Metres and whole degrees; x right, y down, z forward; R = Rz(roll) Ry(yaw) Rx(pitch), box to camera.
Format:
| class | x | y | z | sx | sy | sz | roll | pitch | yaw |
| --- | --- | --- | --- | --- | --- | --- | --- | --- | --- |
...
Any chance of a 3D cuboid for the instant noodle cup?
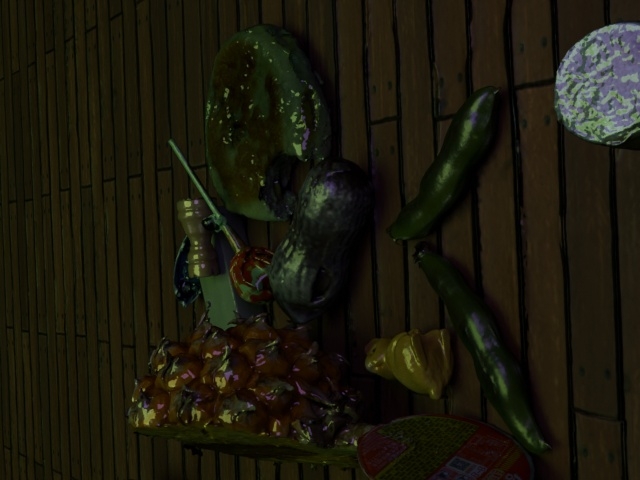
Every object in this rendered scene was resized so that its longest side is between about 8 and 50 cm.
| class | x | y | z | sx | sy | sz | roll | pitch | yaw |
| --- | --- | --- | --- | --- | --- | --- | --- | --- | --- |
| instant noodle cup | 0.128 | 0.329 | 0.999 | 0.193 | 0.193 | 0.212 | 28 | 122 | 49 |

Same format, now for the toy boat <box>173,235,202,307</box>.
| class | x | y | z | sx | sy | sz | roll | pitch | yaw |
| --- | --- | --- | --- | --- | --- | --- | --- | --- | --- |
| toy boat | -0.218 | 0.048 | 1.533 | 0.061 | 0.060 | 0.137 | -118 | 43 | -62 |

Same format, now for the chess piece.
| class | x | y | z | sx | sy | sz | roll | pitch | yaw |
| --- | --- | --- | --- | --- | --- | --- | --- | --- | --- |
| chess piece | -0.186 | -0.004 | 1.393 | 0.066 | 0.066 | 0.122 | -9 | 86 | 53 |

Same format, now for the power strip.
| class | x | y | z | sx | sy | sz | roll | pitch | yaw |
| --- | --- | --- | --- | --- | --- | --- | --- | --- | --- |
| power strip | -0.128 | 0.131 | 1.416 | 0.091 | 0.062 | 0.385 | -37 | 62 | 48 |

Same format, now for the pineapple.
| class | x | y | z | sx | sy | sz | roll | pitch | yaw |
| --- | --- | --- | --- | --- | --- | --- | --- | --- | --- |
| pineapple | -0.029 | 0.174 | 1.160 | 0.286 | 0.344 | 0.209 | -12 | 63 | 37 |

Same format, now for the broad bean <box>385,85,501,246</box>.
| class | x | y | z | sx | sy | sz | roll | pitch | yaw |
| --- | --- | --- | --- | --- | --- | --- | --- | --- | --- |
| broad bean | 0.145 | -0.075 | 1.051 | 0.254 | 0.046 | 0.065 | -60 | 34 | 37 |

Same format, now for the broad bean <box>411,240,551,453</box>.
| class | x | y | z | sx | sy | sz | roll | pitch | yaw |
| --- | --- | --- | --- | --- | --- | --- | --- | --- | --- |
| broad bean | 0.179 | 0.106 | 1.018 | 0.297 | 0.043 | 0.060 | 64 | 149 | 29 |

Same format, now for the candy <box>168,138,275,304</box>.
| class | x | y | z | sx | sy | sz | roll | pitch | yaw |
| --- | --- | --- | --- | --- | --- | --- | --- | --- | --- |
| candy | -0.146 | -0.030 | 1.340 | 0.288 | 0.078 | 0.084 | 57 | 171 | 1 |

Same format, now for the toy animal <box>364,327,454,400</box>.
| class | x | y | z | sx | sy | sz | roll | pitch | yaw |
| --- | --- | --- | --- | --- | --- | --- | --- | --- | --- |
| toy animal | 0.095 | 0.151 | 1.117 | 0.159 | 0.070 | 0.083 | -8 | 87 | 58 |

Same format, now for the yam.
| class | x | y | z | sx | sy | sz | roll | pitch | yaw |
| --- | --- | --- | --- | --- | --- | --- | --- | --- | --- |
| yam | 0.288 | -0.124 | 0.734 | 0.107 | 0.194 | 0.107 | 10 | 102 | 55 |

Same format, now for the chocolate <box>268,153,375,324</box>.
| class | x | y | z | sx | sy | sz | roll | pitch | yaw |
| --- | --- | --- | --- | --- | --- | --- | --- | --- | --- |
| chocolate | 0.000 | 0.000 | 1.202 | 0.110 | 0.110 | 0.248 | 49 | 126 | 40 |

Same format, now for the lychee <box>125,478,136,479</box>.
| class | x | y | z | sx | sy | sz | roll | pitch | yaw |
| --- | --- | --- | --- | --- | --- | --- | --- | --- | --- |
| lychee | -0.352 | 0.560 | 1.586 | 0.255 | 0.255 | 0.274 | 12 | 87 | 53 |

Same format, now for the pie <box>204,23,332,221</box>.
| class | x | y | z | sx | sy | sz | roll | pitch | yaw |
| --- | --- | --- | --- | --- | --- | --- | --- | --- | --- |
| pie | -0.089 | -0.175 | 1.345 | 0.302 | 0.067 | 0.303 | 2 | 93 | 53 |
